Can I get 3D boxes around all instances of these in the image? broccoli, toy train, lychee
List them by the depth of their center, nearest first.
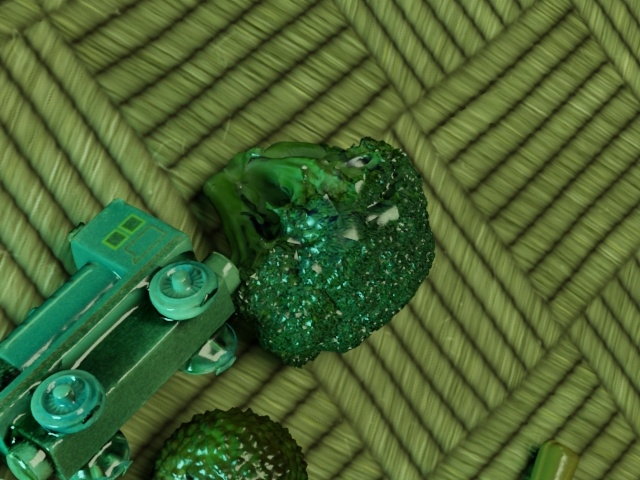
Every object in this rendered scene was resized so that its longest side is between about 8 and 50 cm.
[{"bbox_3d":[-0.219,0.103,1.684,0.298,0.194,0.120,-45,145,-27],"label":"toy train"},{"bbox_3d":[-0.084,0.241,1.743,0.171,0.171,0.171,10,71,-31],"label":"lychee"},{"bbox_3d":[0.000,0.000,1.845,0.294,0.265,0.245,-19,53,-43],"label":"broccoli"}]

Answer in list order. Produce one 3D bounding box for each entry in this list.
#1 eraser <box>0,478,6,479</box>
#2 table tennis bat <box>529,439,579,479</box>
[{"bbox_3d":[-0.353,0.254,1.603,0.298,0.076,0.078,18,67,-28],"label":"eraser"},{"bbox_3d":[0.223,0.375,1.979,0.198,0.050,0.321,35,64,-19],"label":"table tennis bat"}]
